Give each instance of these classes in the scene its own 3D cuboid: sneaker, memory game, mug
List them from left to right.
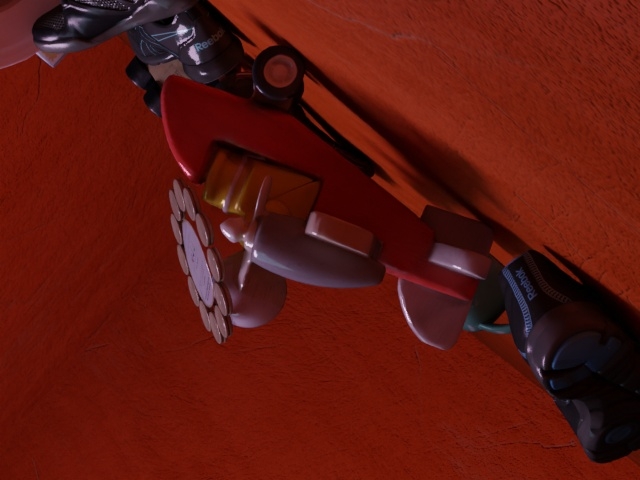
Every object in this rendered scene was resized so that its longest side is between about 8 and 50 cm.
[{"bbox_3d":[-0.239,-0.281,1.642,0.228,0.087,0.130,-15,126,35],"label":"sneaker"},{"bbox_3d":[-0.189,-0.284,1.994,0.267,0.101,0.106,25,154,56],"label":"sneaker"},{"bbox_3d":[-0.128,0.022,1.654,0.186,0.012,0.186,164,90,-74],"label":"memory game"},{"bbox_3d":[-0.016,-0.127,2.061,0.162,0.106,0.281,30,180,44],"label":"sneaker"},{"bbox_3d":[0.190,0.062,2.002,0.129,0.097,0.158,42,178,-30],"label":"mug"},{"bbox_3d":[0.286,0.123,1.613,0.139,0.125,0.341,61,-175,37],"label":"sneaker"}]

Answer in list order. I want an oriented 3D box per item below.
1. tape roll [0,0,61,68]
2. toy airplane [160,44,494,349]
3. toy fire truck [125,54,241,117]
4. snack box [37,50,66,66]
[{"bbox_3d":[-0.388,-0.330,1.681,0.286,0.286,0.100,43,179,-44],"label":"tape roll"},{"bbox_3d":[0.000,0.000,1.715,0.384,0.272,0.386,38,177,44],"label":"toy airplane"},{"bbox_3d":[-0.139,-0.194,2.216,0.246,0.158,0.217,11,-144,-48],"label":"toy fire truck"},{"bbox_3d":[-0.387,-0.385,1.868,0.322,0.187,0.060,42,178,-21],"label":"snack box"}]
